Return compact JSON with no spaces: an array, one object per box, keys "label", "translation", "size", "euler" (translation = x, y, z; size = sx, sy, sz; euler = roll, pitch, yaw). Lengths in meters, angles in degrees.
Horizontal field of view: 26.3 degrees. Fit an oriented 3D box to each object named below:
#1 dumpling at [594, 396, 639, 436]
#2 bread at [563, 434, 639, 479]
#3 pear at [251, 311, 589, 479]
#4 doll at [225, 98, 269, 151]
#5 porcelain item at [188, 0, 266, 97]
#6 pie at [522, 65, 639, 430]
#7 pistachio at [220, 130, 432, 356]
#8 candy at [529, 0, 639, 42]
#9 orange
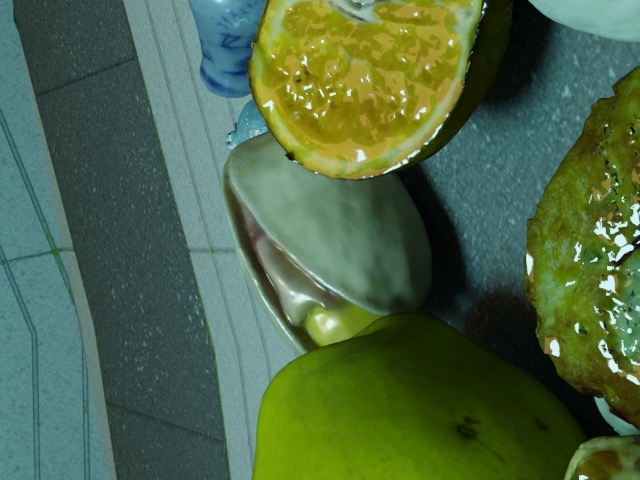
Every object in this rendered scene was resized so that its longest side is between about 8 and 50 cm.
[{"label":"dumpling","translation":[0.303,0.105,1.135],"size":[0.166,0.126,0.216],"euler":[-4,83,37]},{"label":"bread","translation":[0.300,0.258,1.124],"size":[0.099,0.210,0.235],"euler":[-72,-17,-56]},{"label":"pear","translation":[0.101,0.281,1.334],"size":[0.418,0.362,0.362],"euler":[66,153,10]},{"label":"doll","translation":[-0.100,-0.135,1.866],"size":[0.179,0.075,0.120],"euler":[-20,79,64]},{"label":"porcelain item","translation":[-0.109,-0.298,1.752],"size":[0.141,0.141,0.259],"euler":[61,157,31]},{"label":"pie","translation":[0.300,-0.001,1.005],"size":[0.354,0.103,0.288],"euler":[-43,70,38]},{"label":"pistachio","translation":[0.000,0.000,1.555],"size":[0.230,0.229,0.309],"euler":[108,148,-47]},{"label":"candy","translation":[0.249,-0.269,0.969],"size":[0.295,0.185,0.296],"euler":[-34,44,40]},{"label":"orange","translation":[0.060,-0.216,1.313],"size":[0.310,0.274,0.274],"euler":[-63,21,-15]}]
